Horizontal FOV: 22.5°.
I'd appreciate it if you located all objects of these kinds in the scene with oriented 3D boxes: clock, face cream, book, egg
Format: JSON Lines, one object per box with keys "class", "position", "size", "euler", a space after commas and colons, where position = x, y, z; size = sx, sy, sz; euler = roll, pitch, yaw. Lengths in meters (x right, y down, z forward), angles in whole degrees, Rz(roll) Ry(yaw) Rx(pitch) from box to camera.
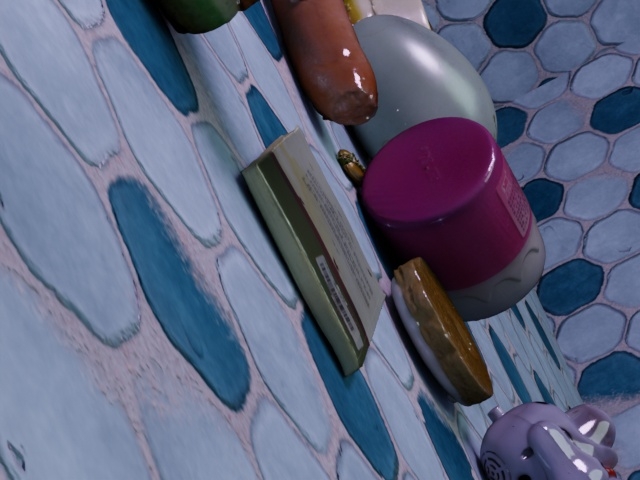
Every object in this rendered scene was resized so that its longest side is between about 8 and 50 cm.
{"class": "clock", "position": [0.275, 0.285, 1.784], "size": [0.254, 0.189, 0.189], "euler": [57, 9, 11]}
{"class": "face cream", "position": [0.163, -0.024, 1.935], "size": [0.195, 0.175, 0.175], "euler": [55, 13, -41]}
{"class": "book", "position": [0.000, 0.000, 1.468], "size": [0.201, 0.026, 0.289], "euler": [62, 10, -5]}
{"class": "egg", "position": [0.126, -0.182, 2.140], "size": [0.264, 0.183, 0.183], "euler": [54, 11, -8]}

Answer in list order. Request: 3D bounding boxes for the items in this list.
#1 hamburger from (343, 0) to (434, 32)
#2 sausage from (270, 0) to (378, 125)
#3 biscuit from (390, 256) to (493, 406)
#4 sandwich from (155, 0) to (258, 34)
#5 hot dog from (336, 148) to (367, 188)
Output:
{"class": "hamburger", "position": [0.096, -0.277, 2.359], "size": [0.295, 0.151, 0.227], "euler": [-111, 177, -73]}
{"class": "sausage", "position": [-0.020, -0.297, 1.978], "size": [0.094, 0.094, 0.419], "euler": [14, 42, -37]}
{"class": "biscuit", "position": [0.131, 0.103, 1.801], "size": [0.181, 0.049, 0.208], "euler": [61, 8, -2]}
{"class": "sandwich", "position": [-0.024, -0.307, 1.375], "size": [0.250, 0.301, 0.162], "euler": [-84, 163, -46]}
{"class": "hot dog", "position": [0.042, -0.087, 1.933], "size": [0.037, 0.021, 0.083], "euler": [65, 9, 21]}
